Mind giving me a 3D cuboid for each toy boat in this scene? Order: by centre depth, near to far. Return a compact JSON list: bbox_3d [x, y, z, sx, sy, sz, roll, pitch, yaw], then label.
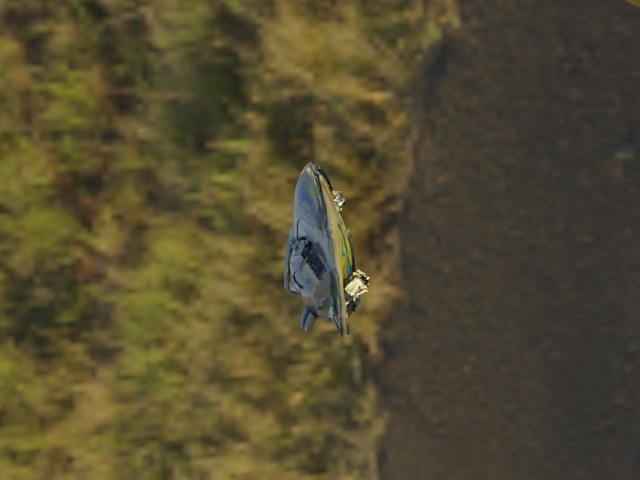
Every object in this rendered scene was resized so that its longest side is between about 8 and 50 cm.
[{"bbox_3d":[0.000,0.000,1.791,0.084,0.066,0.210,42,154,33],"label":"toy boat"}]

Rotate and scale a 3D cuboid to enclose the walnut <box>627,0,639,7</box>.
[{"bbox_3d":[0.321,-0.304,1.720,0.195,0.195,0.221,0,99,64],"label":"walnut"}]
